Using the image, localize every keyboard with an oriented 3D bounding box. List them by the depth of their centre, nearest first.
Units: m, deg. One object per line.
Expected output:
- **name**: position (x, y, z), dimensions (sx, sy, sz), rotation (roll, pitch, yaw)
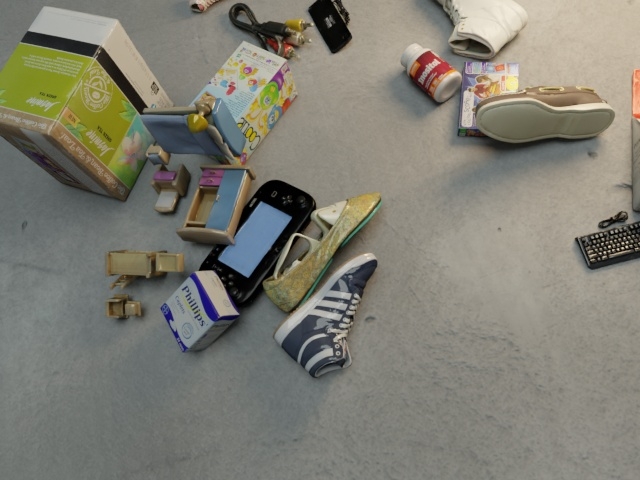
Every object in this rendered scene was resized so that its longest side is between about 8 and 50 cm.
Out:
- **keyboard**: position (0.644, -0.010, 1.149), dimensions (0.180, 0.023, 0.108), rotation (-15, 66, 3)
- **keyboard**: position (0.041, -0.612, 1.506), dimensions (0.100, 0.038, 0.192), rotation (-33, 65, 21)

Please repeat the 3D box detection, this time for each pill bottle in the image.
- **pill bottle**: position (0.274, -0.425, 1.351), dimensions (0.086, 0.086, 0.152), rotation (-38, 66, -7)

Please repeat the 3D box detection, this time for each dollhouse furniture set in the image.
- **dollhouse furniture set**: position (-0.324, -0.157, 1.201), dimensions (0.286, 0.303, 0.198), rotation (4, 61, 18)
- **dollhouse furniture set**: position (-0.397, 0.105, 1.267), dimensions (0.182, 0.101, 0.160), rotation (2, 93, 10)

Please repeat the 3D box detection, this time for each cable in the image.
- **cable**: position (-0.156, -0.585, 1.526), dimensions (0.287, 0.072, 0.139), rotation (27, 92, 31)

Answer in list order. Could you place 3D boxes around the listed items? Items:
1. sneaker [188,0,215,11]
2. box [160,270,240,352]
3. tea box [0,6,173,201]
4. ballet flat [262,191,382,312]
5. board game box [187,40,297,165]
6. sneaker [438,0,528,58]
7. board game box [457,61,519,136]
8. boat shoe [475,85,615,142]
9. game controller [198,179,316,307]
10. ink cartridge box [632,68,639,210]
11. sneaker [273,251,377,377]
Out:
- **sneaker**: position (-0.331, -0.718, 1.599), dimensions (0.134, 0.051, 0.070), rotation (-5, 69, 12)
- **box**: position (-0.266, 0.156, 1.183), dimensions (0.137, 0.072, 0.126), rotation (-44, 66, 22)
- **tea box**: position (-0.578, -0.324, 1.327), dimensions (0.220, 0.329, 0.323), rotation (17, 73, 16)
- **ballet flat**: position (0.000, 0.000, 1.198), dimensions (0.123, 0.123, 0.348), rotation (35, 80, 21)
- **board game box**: position (-0.204, -0.339, 1.368), dimensions (0.144, 0.142, 0.275), rotation (30, 75, 21)
- **sneaker**: position (0.364, -0.585, 1.390), dimensions (0.292, 0.108, 0.169), rotation (38, 76, 20)
- **board game box**: position (0.413, -0.348, 1.322), dimensions (0.136, 0.035, 0.201), rotation (6, 69, 12)
- **boat shoe**: position (0.498, -0.297, 1.223), dimensions (0.324, 0.116, 0.096), rotation (-2, 52, -7)
- **game controller**: position (-0.149, 0.001, 1.260), dimensions (0.166, 0.067, 0.319), rotation (30, 75, 20)
- **ink cartridge box**: position (0.858, -0.231, 1.167), dimensions (0.308, 0.091, 0.385), rotation (7, 70, 13)
- **sneaker**: position (0.048, 0.164, 1.138), dimensions (0.282, 0.099, 0.153), rotation (-43, 62, -1)
